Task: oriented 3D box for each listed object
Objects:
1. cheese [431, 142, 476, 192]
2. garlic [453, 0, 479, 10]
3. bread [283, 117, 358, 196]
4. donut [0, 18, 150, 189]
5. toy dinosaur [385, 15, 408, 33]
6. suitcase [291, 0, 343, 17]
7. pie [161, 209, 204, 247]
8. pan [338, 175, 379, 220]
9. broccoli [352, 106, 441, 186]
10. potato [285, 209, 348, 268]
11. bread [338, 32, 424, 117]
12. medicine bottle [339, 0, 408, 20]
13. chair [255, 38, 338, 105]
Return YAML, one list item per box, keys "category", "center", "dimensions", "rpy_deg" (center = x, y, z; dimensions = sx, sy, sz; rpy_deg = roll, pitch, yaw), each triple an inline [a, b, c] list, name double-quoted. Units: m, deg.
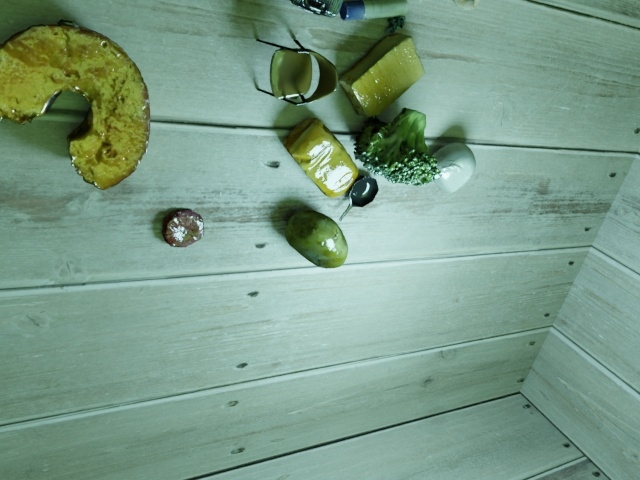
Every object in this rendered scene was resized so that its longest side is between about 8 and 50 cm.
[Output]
- category: "cheese"
  center: [0.541, -0.306, 2.159]
  dimensions: [0.189, 0.155, 0.198]
  rpy_deg: [-34, 137, 16]
- category: "garlic"
  center: [0.472, -0.924, 1.681]
  dimensions: [0.286, 0.249, 0.313]
  rpy_deg: [5, 120, -50]
- category: "bread"
  center: [0.008, -0.293, 1.873]
  dimensions: [0.166, 0.132, 0.294]
  rpy_deg: [-39, 133, 6]
- category: "donut"
  center: [-0.655, -0.375, 1.413]
  dimensions: [0.378, 0.163, 0.435]
  rpy_deg: [-47, 129, 2]
- category: "toy dinosaur"
  center: [0.258, -0.736, 1.799]
  dimensions: [0.083, 0.030, 0.047]
  rpy_deg: [-27, 127, -13]
- category: "suitcase"
  center: [0.007, -0.826, 1.530]
  dimensions: [0.202, 0.128, 0.313]
  rpy_deg: [9, 114, -34]
- category: "pie"
  center: [-0.470, -0.039, 1.812]
  dimensions: [0.153, 0.038, 0.154]
  rpy_deg: [-16, 126, -24]
- category: "pan"
  center: [0.132, -0.179, 2.069]
  dimensions: [0.201, 0.048, 0.129]
  rpy_deg: [-30, 129, -12]
- category: "broccoli"
  center: [0.279, -0.315, 1.898]
  dimensions: [0.324, 0.333, 0.272]
  rpy_deg: [102, 12, -75]
- category: "potato"
  center: [0.000, 0.000, 2.015]
  dimensions: [0.307, 0.210, 0.173]
  rpy_deg: [45, 50, -48]
- category: "bread"
  center: [0.215, -0.572, 1.830]
  dimensions: [0.274, 0.114, 0.185]
  rpy_deg: [-40, 135, 0]
- category: "medicine bottle"
  center: [0.175, -0.755, 1.720]
  dimensions: [0.230, 0.059, 0.059]
  rpy_deg: [-14, 125, -22]
- category: "chair"
  center: [-0.077, -0.512, 1.605]
  dimensions: [0.172, 0.247, 0.159]
  rpy_deg: [-12, 124, -22]
